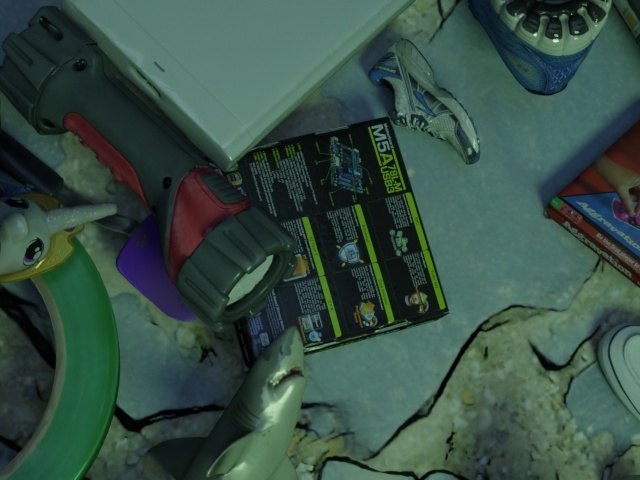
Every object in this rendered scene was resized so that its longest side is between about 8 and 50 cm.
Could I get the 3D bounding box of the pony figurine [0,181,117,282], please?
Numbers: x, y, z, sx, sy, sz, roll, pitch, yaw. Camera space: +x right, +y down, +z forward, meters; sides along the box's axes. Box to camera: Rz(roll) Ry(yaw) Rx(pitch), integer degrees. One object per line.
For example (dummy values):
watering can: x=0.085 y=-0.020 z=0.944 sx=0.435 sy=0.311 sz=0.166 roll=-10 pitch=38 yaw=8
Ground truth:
pony figurine: x=-0.331 y=0.037 z=0.804 sx=0.351 sy=0.363 sz=0.303 roll=-22 pitch=89 yaw=3

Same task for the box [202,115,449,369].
box: x=0.000 y=0.000 z=1.058 sx=0.184 sy=0.045 sz=0.191 roll=-14 pitch=80 yaw=-17

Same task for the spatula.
spatula: x=-0.210 y=-0.033 z=1.040 sx=0.296 sy=0.030 sz=0.084 roll=33 pitch=58 yaw=2

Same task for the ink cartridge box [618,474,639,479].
ink cartridge box: x=0.290 y=0.248 z=1.049 sx=0.028 sy=0.048 sz=0.083 roll=-33 pitch=84 yaw=-14

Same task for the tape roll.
tape roll: x=-0.325 y=0.101 z=0.973 sx=0.321 sy=0.077 sz=0.321 roll=2 pitch=77 yaw=-8

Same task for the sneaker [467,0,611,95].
sneaker: x=0.169 y=-0.273 z=1.109 sx=0.129 sy=0.147 sz=0.330 roll=-7 pitch=60 yaw=-4

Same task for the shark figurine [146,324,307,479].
shark figurine: x=-0.118 y=0.197 z=0.961 sx=0.116 sy=0.166 sz=0.278 roll=22 pitch=46 yaw=34

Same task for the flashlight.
flashlight: x=-0.154 y=-0.058 z=0.999 sx=0.304 sy=0.103 sz=0.103 roll=41 pitch=73 yaw=19

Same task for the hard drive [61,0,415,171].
hard drive: x=-0.050 y=-0.231 z=1.081 sx=0.203 sy=0.040 sz=0.307 roll=44 pitch=67 yaw=3

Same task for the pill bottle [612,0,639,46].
pill bottle: x=0.352 y=-0.244 z=1.107 sx=0.162 sy=0.162 sz=0.278 roll=-29 pitch=84 yaw=-13

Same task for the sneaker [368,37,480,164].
sneaker: x=0.094 y=-0.118 z=1.104 sx=0.058 sy=0.052 sz=0.135 roll=-36 pitch=78 yaw=-4

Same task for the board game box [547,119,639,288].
board game box: x=0.356 y=0.010 z=1.068 sx=0.145 sy=0.027 sz=0.281 roll=-41 pitch=63 yaw=-16

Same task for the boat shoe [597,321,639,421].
boat shoe: x=0.348 y=0.154 z=1.064 sx=0.226 sy=0.076 sz=0.083 roll=42 pitch=75 yaw=2
